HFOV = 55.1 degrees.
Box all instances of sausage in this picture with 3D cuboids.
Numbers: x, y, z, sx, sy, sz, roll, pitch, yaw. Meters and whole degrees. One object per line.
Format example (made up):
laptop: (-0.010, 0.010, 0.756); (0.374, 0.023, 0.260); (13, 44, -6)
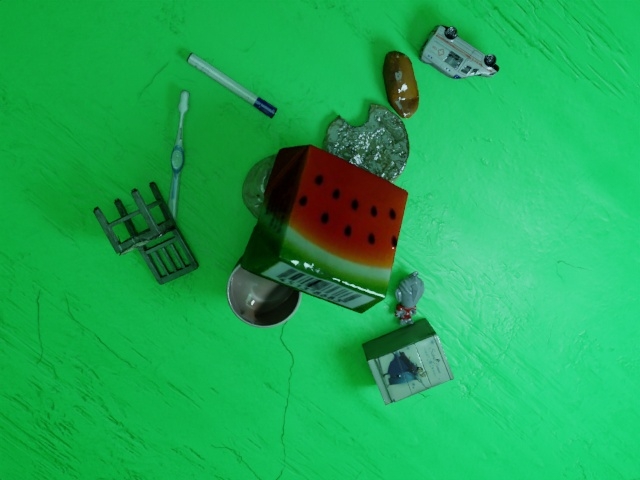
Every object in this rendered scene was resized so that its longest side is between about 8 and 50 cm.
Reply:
sausage: (0.214, -0.415, 1.634); (0.089, 0.089, 0.179); (-13, 105, -1)

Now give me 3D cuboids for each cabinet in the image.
cabinet: (0.245, 0.343, 1.746); (0.206, 0.150, 0.145); (-22, 102, 1)

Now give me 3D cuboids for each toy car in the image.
toy car: (0.366, -0.477, 1.624); (0.210, 0.089, 0.108); (31, 98, -7)

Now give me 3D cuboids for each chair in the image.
chair: (-0.456, -0.002, 1.626); (0.136, 0.147, 0.270); (-23, 101, 11)

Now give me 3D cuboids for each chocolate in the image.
chocolate: (0.028, -0.033, 1.528); (0.360, 0.161, 0.341); (23, 71, -24)

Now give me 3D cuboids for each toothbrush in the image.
toothbrush: (-0.386, -0.209, 1.653); (0.040, 0.040, 0.386); (8, 101, -5)

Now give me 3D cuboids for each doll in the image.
doll: (0.253, 0.165, 1.754); (0.094, 0.079, 0.180); (-2, 115, -18)

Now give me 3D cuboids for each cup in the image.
cup: (-0.140, 0.082, 1.643); (0.192, 0.200, 0.252); (14, 101, -6)

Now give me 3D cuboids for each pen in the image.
pen: (-0.234, -0.410, 1.627); (0.269, 0.033, 0.033); (32, 97, -9)

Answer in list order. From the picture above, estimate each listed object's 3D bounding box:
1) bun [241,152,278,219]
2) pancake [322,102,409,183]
bun: (-0.089, -0.133, 1.648); (0.237, 0.116, 0.210); (-30, 102, 3)
pancake: (0.125, -0.243, 1.681); (0.254, 0.037, 0.253); (-1, 102, -3)
